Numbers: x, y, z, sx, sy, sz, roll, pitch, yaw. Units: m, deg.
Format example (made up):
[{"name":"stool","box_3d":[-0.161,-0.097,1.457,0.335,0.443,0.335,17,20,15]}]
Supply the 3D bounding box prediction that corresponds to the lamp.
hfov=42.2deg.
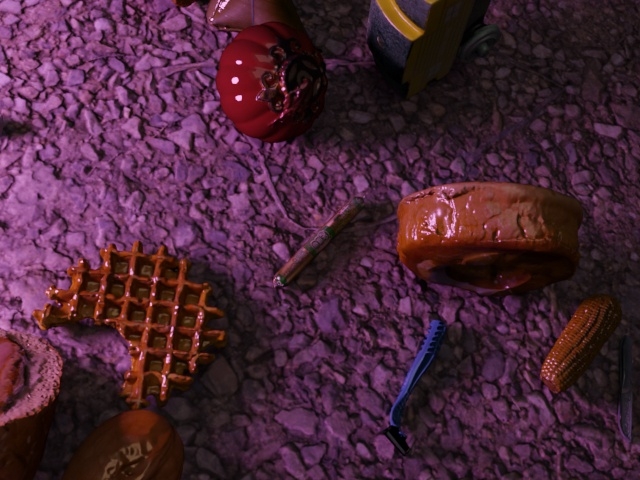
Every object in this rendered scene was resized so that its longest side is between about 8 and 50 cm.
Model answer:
[{"name":"lamp","box_3d":[-0.085,-0.297,1.564,0.227,0.227,0.226,5,65,-11]}]

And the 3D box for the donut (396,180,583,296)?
[{"name":"donut","box_3d":[0.298,0.006,1.482,0.330,0.330,0.160,8,76,-10]}]

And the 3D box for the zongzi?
[{"name":"zongzi","box_3d":[-0.083,-0.508,1.674,0.256,0.228,0.115,19,21,-8]}]

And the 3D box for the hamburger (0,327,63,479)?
[{"name":"hamburger","box_3d":[-0.478,0.275,1.210,0.162,0.330,0.209,12,105,-16]}]

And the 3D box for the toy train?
[{"name":"toy train","box_3d":[0.227,-0.447,1.601,0.272,0.442,0.179,-32,76,-10]}]

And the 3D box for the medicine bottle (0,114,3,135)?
[{"name":"medicine bottle","box_3d":[-0.617,-0.211,1.489,0.083,0.047,0.047,6,65,-12]}]

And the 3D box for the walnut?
[{"name":"walnut","box_3d":[-0.296,0.354,1.252,0.159,0.159,0.206,39,61,6]}]

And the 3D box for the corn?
[{"name":"corn","box_3d":[0.486,0.190,1.559,0.080,0.080,0.231,42,66,7]}]

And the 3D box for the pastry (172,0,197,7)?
[{"name":"pastry","box_3d":[-0.277,-0.589,1.643,0.132,0.235,0.240,29,52,5]}]

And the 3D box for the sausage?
[{"name":"sausage","box_3d":[0.000,0.000,1.551,0.033,0.033,0.269,41,64,7]}]

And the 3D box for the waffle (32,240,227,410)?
[{"name":"waffle","box_3d":[-0.303,0.131,1.401,0.293,0.069,0.260,43,61,11]}]

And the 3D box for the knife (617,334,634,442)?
[{"name":"knife","box_3d":[0.580,0.278,1.575,0.028,0.015,0.210,18,63,-12]}]

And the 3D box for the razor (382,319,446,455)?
[{"name":"razor","box_3d":[0.168,0.249,1.473,0.082,0.042,0.253,51,54,-36]}]
